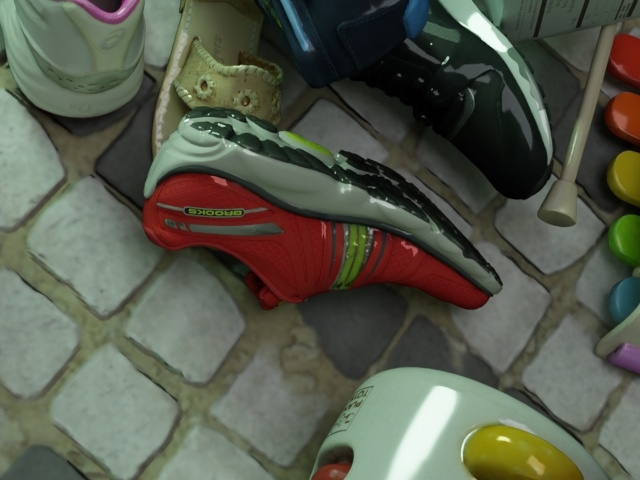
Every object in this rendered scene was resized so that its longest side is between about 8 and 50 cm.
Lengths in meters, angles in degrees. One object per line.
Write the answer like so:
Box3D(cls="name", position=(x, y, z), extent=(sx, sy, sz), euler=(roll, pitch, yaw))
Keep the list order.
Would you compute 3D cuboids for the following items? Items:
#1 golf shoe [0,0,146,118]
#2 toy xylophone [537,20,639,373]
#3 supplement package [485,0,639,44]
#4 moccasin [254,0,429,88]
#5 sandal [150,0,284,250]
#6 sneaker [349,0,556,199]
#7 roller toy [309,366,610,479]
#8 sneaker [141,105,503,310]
Box3D(cls="golf shoe", position=(-0.184, -0.241, 0.898), extent=(0.115, 0.140, 0.306), euler=(-20, 81, -23))
Box3D(cls="toy xylophone", position=(0.283, -0.052, 1.049), extent=(0.236, 0.081, 0.322), euler=(29, 66, -11))
Box3D(cls="supplement package", position=(0.172, -0.306, 0.952), extent=(0.145, 0.204, 0.261), euler=(-11, 75, 1))
Box3D(cls="moccasin", position=(-0.073, -0.240, 0.907), extent=(0.117, 0.137, 0.342), euler=(-41, 63, -4))
Box3D(cls="sandal", position=(-0.065, -0.119, 0.938), extent=(0.088, 0.079, 0.240), euler=(8, 72, -19))
Box3D(cls="sneaker", position=(0.057, -0.137, 0.989), extent=(0.124, 0.107, 0.283), euler=(-27, 77, -18))
Box3D(cls="roller toy", position=(0.083, 0.175, 0.843), extent=(0.146, 0.191, 0.209), euler=(-58, 143, -25))
Box3D(cls="sneaker", position=(0.000, 0.000, 0.927), extent=(0.279, 0.107, 0.118), euler=(22, 108, -28))
